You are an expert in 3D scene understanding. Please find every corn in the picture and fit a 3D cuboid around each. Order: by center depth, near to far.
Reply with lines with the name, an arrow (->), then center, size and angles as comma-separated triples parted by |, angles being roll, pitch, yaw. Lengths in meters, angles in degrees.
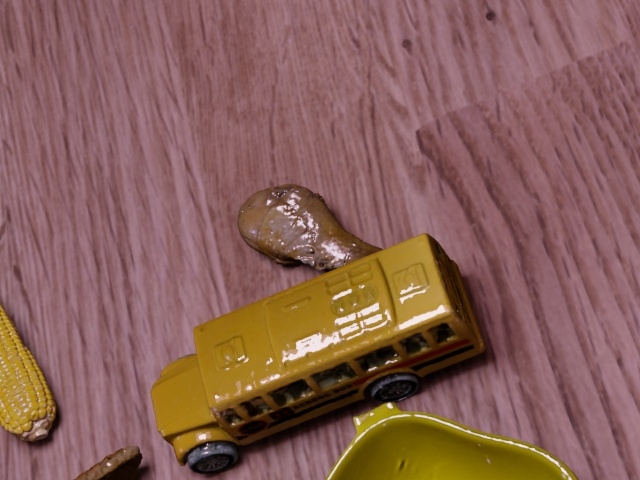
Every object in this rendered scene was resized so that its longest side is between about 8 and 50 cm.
corn -> -0.351, 0.132, 1.569 | 0.067, 0.067, 0.206 | -36, 67, 2

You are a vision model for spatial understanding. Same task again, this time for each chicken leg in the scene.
chicken leg -> -0.001, -0.001, 1.507 | 0.198, 0.069, 0.085 | 27, 78, 25

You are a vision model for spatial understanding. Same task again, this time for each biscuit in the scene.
biscuit -> -0.269, 0.298, 1.416 | 0.026, 0.131, 0.237 | 33, 37, 18

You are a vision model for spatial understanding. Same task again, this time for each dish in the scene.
dish -> 0.118, 0.278, 1.280 | 0.262, 0.108, 0.221 | 24, 75, 30

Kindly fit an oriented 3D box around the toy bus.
toy bus -> -0.015, 0.112, 1.415 | 0.336, 0.123, 0.121 | -22, 58, 11
